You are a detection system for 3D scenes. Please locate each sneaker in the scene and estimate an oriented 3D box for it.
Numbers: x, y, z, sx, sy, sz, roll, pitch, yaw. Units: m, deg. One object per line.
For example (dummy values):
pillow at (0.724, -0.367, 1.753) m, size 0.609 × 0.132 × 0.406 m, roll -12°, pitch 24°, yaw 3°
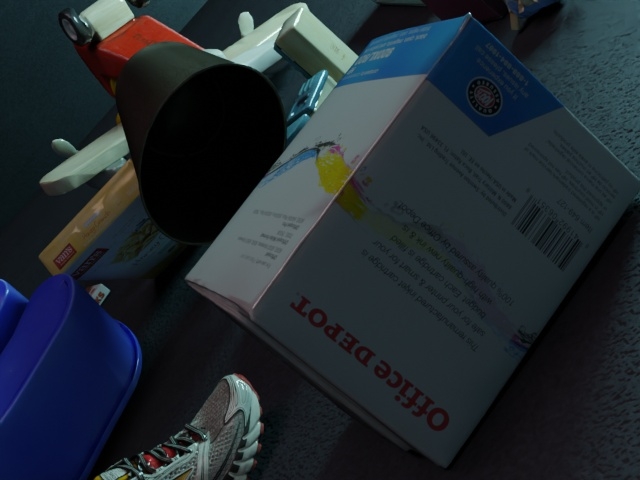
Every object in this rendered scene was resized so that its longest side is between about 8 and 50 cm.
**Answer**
sneaker at (-0.128, 0.201, 0.901) m, size 0.225 × 0.092 × 0.088 m, roll -55°, pitch 20°, yaw -17°

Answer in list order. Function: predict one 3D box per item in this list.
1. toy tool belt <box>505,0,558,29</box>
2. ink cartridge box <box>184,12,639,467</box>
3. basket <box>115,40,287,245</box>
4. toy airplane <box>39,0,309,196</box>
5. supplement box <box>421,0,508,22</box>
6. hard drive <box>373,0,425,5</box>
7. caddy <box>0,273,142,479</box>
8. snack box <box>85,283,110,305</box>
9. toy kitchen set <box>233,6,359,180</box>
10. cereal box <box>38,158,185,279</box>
toy tool belt at (0.208, -0.236, 1.060) m, size 0.083 × 0.052 × 0.051 m, roll -24°, pitch 63°, yaw 57°
ink cartridge box at (0.055, -0.002, 0.759) m, size 0.233 × 0.171 × 0.168 m, roll -52°, pitch 19°, yaw -9°
basket at (-0.149, -0.132, 1.255) m, size 0.227 × 0.154 × 0.204 m, roll 50°, pitch 125°, yaw 58°
toy airplane at (-0.203, -0.212, 1.661) m, size 0.386 × 0.272 × 0.384 m, roll -7°, pitch 43°, yaw 8°
supplement box at (0.191, -0.326, 1.197) m, size 0.188 × 0.081 × 0.104 m, roll -54°, pitch 20°, yaw -12°
hard drive at (0.207, -0.454, 1.453) m, size 0.353 × 0.047 × 0.233 m, roll -49°, pitch 20°, yaw -1°
caddy at (-0.350, 0.198, 1.280) m, size 0.241 × 0.179 × 0.341 m, roll -4°, pitch 44°, yaw 32°
snack box at (-0.382, 0.143, 1.670) m, size 0.064 × 0.022 × 0.178 m, roll -12°, pitch 41°, yaw 58°
toy kitchen set at (-0.054, -0.144, 1.333) m, size 0.166 × 0.122 × 0.207 m, roll -34°, pitch 24°, yaw 37°
cereal box at (-0.225, -0.021, 1.409) m, size 0.173 × 0.047 × 0.240 m, roll -45°, pitch -14°, yaw 15°
